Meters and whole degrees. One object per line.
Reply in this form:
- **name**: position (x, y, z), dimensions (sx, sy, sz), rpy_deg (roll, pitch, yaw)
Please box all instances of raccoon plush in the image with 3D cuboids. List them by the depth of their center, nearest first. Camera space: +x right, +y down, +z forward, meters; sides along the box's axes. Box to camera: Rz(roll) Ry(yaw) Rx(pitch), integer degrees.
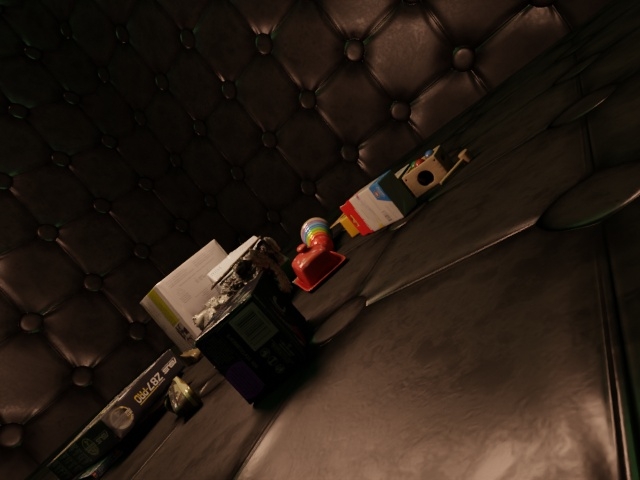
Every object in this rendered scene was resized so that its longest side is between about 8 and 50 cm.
- **raccoon plush**: position (-0.260, 0.189, 1.524), dimensions (0.299, 0.216, 0.446), rpy_deg (-43, 4, 12)

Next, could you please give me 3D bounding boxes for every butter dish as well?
- **butter dish**: position (-0.028, 0.061, 1.323), dimensions (0.159, 0.118, 0.160), rpy_deg (-41, 19, -10)

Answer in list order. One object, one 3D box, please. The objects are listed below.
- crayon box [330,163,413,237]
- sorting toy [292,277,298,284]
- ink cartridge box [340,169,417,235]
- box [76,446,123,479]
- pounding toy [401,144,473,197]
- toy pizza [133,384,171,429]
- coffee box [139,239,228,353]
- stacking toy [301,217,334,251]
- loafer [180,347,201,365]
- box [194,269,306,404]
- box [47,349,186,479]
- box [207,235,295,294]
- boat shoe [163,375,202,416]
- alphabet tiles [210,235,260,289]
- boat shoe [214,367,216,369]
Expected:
- **crayon box**: position (0.205, -0.134, 1.575), dimensions (0.322, 0.083, 0.203), rpy_deg (-34, 8, 36)
- **sorting toy**: position (-0.052, 0.129, 1.441), dimensions (0.083, 0.045, 0.075), rpy_deg (-42, -1, -10)
- **ink cartridge box**: position (0.175, -0.110, 1.344), dimensions (0.078, 0.134, 0.231), rpy_deg (-44, 8, -29)
- **box**: position (-0.632, 0.647, 1.223), dimensions (0.137, 0.027, 0.094), rpy_deg (-35, 7, 37)
- **pounding toy**: position (0.359, -0.233, 1.320), dimensions (0.206, 0.094, 0.181), rpy_deg (-36, 7, 34)
- **toy pizza**: position (-0.533, 0.536, 1.387), dimensions (0.201, 0.032, 0.201), rpy_deg (-43, 4, 4)
- **coffee box**: position (-0.535, 0.266, 1.905), dimensions (0.337, 0.338, 0.334), rpy_deg (-44, 7, -38)
- **stacking toy**: position (0.000, 0.000, 1.723), dimensions (0.141, 0.141, 0.330), rpy_deg (-39, 13, 3)
- **loafer**: position (-0.516, 0.466, 1.721), dimensions (0.147, 0.056, 0.050), rpy_deg (-18, 20, 47)
- **box**: position (-0.132, 0.186, 0.904), dimensions (0.143, 0.165, 0.270), rpy_deg (-40, 7, 1)
- **box**: position (-0.643, 0.556, 1.365), dimensions (0.395, 0.097, 0.318), rpy_deg (-41, 3, 27)
- **box**: position (-0.279, 0.140, 1.728), dimensions (0.231, 0.127, 0.262), rpy_deg (29, 60, 35)
- **boat shoe**: position (-0.378, 0.416, 1.128), dimensions (0.073, 0.080, 0.223), rpy_deg (-37, 9, -30)
- **alphabet tiles**: position (-0.319, 0.090, 1.589), dimensions (0.237, 0.009, 0.198), rpy_deg (-48, 4, -23)
- **boat shoe**: position (-0.273, 0.345, 1.193), dimensions (0.137, 0.049, 0.043), rpy_deg (158, 119, -63)
